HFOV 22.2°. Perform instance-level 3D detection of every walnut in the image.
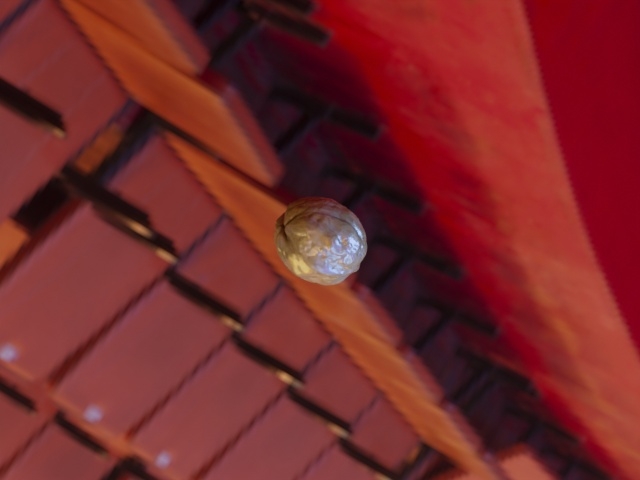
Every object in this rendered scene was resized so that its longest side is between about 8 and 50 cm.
[{"bbox_3d":[0.000,0.000,1.526,0.092,0.092,0.092,29,169,6],"label":"walnut"}]
